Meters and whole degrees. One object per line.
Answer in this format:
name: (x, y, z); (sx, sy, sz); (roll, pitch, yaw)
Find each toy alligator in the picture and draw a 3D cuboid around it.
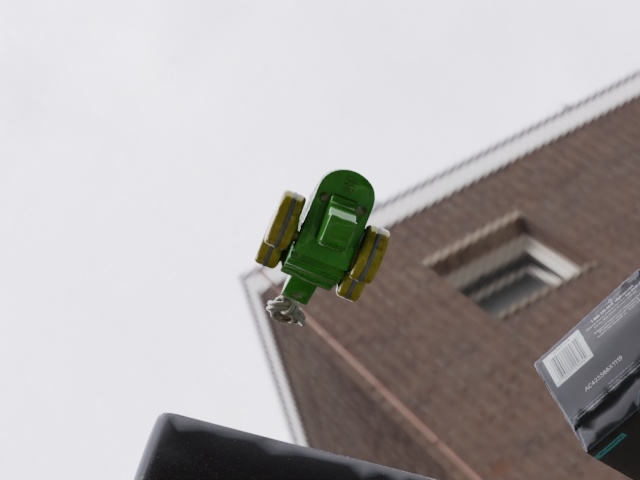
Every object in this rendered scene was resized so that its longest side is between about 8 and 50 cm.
toy alligator: (0.000, 0.000, 0.802); (0.056, 0.190, 0.051); (22, -107, -3)

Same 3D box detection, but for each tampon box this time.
tampon box: (0.274, 0.121, 1.228); (0.120, 0.101, 0.161); (-44, -49, 18)

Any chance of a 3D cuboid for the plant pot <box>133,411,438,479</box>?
plant pot: (-0.037, 0.239, 0.911); (0.167, 0.187, 0.188); (-60, -23, -49)
